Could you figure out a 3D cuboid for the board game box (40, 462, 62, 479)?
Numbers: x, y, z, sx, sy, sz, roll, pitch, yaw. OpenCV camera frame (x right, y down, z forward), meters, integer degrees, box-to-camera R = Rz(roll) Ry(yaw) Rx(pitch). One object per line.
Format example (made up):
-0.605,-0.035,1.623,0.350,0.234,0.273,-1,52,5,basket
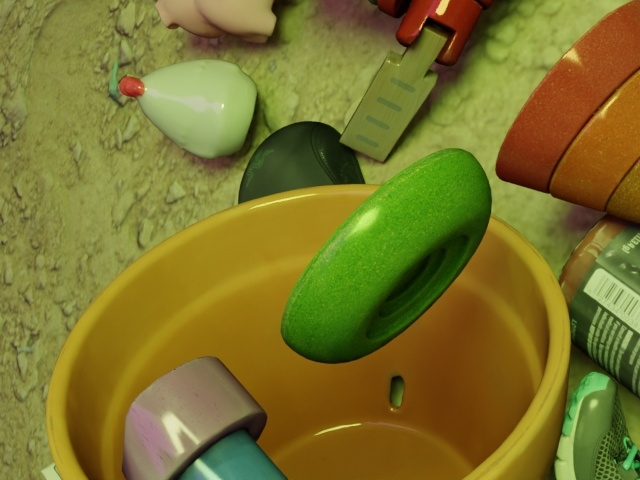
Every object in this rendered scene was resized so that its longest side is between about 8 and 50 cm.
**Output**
-0.060,0.221,0.651,0.305,0.193,0.053,33,146,42,board game box

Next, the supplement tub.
0.228,0.064,0.456,0.198,0.106,0.106,43,111,39,supplement tub

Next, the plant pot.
0.009,0.128,0.532,0.290,0.290,0.204,27,143,43,plant pot

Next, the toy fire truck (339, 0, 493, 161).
0.040,-0.198,0.641,0.217,0.158,0.247,27,97,12,toy fire truck

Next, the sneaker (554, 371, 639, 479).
0.182,0.152,0.493,0.076,0.065,0.167,0,113,33,sneaker

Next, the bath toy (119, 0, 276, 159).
-0.100,-0.255,0.821,0.151,0.128,0.349,-169,92,-78,bath toy

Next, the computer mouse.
0.000,0.000,0.709,0.188,0.072,0.272,-48,53,27,computer mouse

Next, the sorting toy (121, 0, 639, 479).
0.085,0.029,0.401,0.126,0.365,0.127,45,157,21,sorting toy
